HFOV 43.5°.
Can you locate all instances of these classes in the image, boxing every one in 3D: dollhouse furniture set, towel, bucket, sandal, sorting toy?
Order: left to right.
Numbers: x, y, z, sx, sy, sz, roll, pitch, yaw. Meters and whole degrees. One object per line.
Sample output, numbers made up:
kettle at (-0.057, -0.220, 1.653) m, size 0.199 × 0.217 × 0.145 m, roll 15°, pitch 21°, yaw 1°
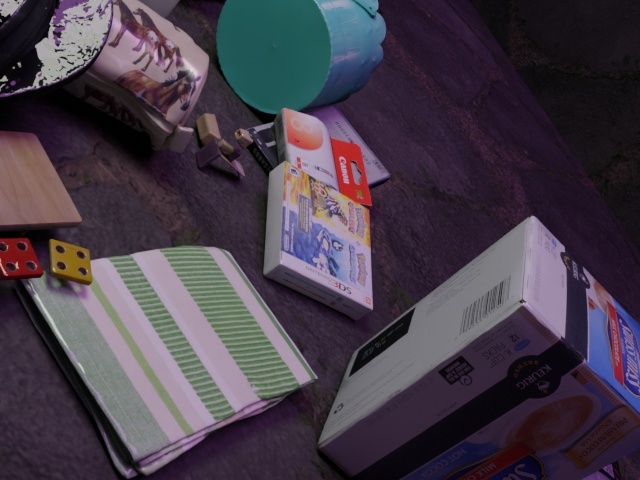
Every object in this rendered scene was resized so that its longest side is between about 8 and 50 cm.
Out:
sandal at (-0.389, -0.217, 0.827) m, size 0.446 × 0.107 × 0.167 m, roll -31°, pitch 91°, yaw -41°
sorting toy at (-0.348, -0.050, 0.879) m, size 0.132 × 0.046 × 0.274 m, roll -6°, pitch 58°, yaw -56°
towel at (-0.163, 0.116, 0.939) m, size 0.248 × 0.038 × 0.325 m, roll 54°, pitch 31°, yaw 15°
dollhouse furniture set at (-0.141, -0.156, 1.267) m, size 0.081 × 0.091 × 0.114 m, roll 40°, pitch 23°, yaw -46°
bucket at (-0.042, -0.364, 1.458) m, size 0.281 × 0.281 × 0.183 m, roll 50°, pitch 34°, yaw 5°

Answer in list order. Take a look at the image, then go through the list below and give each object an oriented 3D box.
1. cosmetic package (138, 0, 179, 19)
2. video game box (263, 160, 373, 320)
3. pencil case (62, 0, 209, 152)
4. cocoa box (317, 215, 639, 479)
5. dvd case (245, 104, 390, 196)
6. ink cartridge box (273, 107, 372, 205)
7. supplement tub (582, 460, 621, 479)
cosmetic package at (-0.273, -0.372, 1.182) m, size 0.117 × 0.231 × 0.085 m, roll 33°, pitch 32°, yaw -26°
video game box at (0.000, 0.000, 1.254) m, size 0.187 × 0.048 × 0.205 m, roll 30°, pitch 44°, yaw -33°
pencil case at (-0.335, -0.278, 1.061) m, size 0.410 × 0.160 × 0.183 m, roll 32°, pitch 45°, yaw -26°
cocoa box at (0.210, 0.188, 1.025) m, size 0.228 × 0.347 × 0.231 m, roll 44°, pitch 29°, yaw -8°
dvd case at (-0.003, -0.146, 1.420) m, size 0.239 × 0.029 × 0.179 m, roll -24°, pitch 73°, yaw -45°
ink cartridge box at (0.012, -0.141, 1.374) m, size 0.179 × 0.045 × 0.145 m, roll 10°, pitch 53°, yaw -26°
supplement tub at (0.342, 0.319, 1.201) m, size 0.193 × 0.193 × 0.316 m, roll 41°, pitch 30°, yaw -12°
